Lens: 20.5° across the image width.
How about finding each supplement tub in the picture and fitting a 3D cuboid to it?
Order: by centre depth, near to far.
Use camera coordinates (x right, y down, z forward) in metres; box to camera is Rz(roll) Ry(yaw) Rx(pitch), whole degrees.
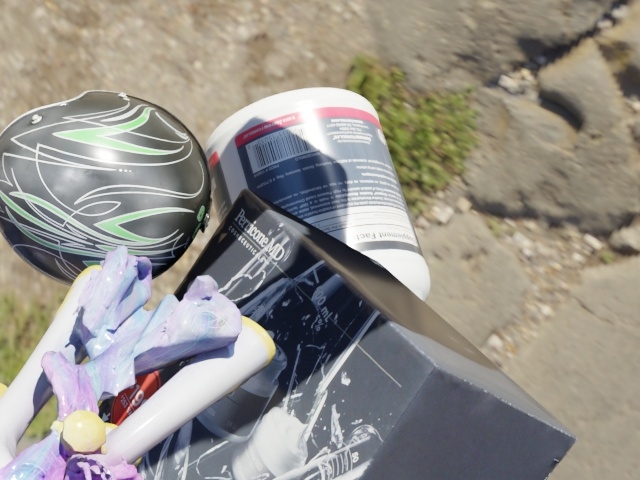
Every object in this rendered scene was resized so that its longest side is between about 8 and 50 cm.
[{"bbox_3d":[0.000,0.000,1.797,0.191,0.191,0.272,-12,69,-11],"label":"supplement tub"}]

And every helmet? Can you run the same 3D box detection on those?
[{"bbox_3d":[-0.183,-0.038,1.441,0.169,0.161,0.169,9,110,25],"label":"helmet"}]

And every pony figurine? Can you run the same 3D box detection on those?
[{"bbox_3d":[-0.182,0.154,0.944,0.303,0.351,0.363,47,48,-3],"label":"pony figurine"}]

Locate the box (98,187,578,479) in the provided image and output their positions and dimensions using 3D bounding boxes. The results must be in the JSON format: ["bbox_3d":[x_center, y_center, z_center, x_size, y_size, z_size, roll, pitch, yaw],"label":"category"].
[{"bbox_3d":[-0.018,0.178,1.476,0.179,0.343,0.312,30,97,-37],"label":"box"}]
